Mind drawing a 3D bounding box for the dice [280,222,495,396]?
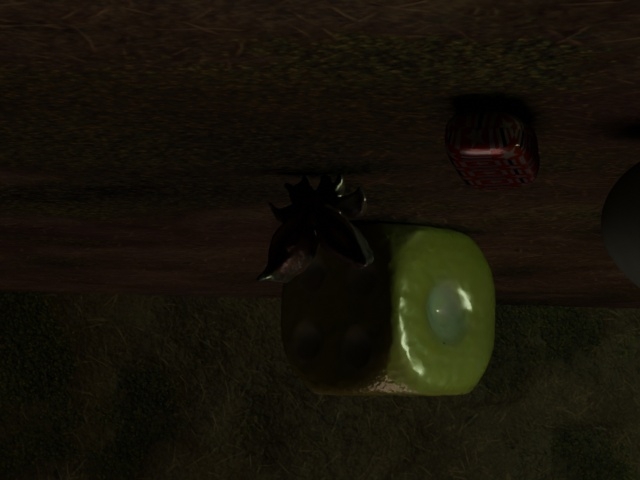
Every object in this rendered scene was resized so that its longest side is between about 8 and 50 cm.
[{"bbox_3d":[0.095,0.103,1.982,0.233,0.238,0.227,-6,171,44],"label":"dice"}]

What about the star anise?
[{"bbox_3d":[0.000,0.000,1.584,0.218,0.148,0.227,45,-178,27],"label":"star anise"}]

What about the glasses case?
[{"bbox_3d":[0.150,-0.081,1.194,0.073,0.049,0.194,-1,173,11],"label":"glasses case"}]

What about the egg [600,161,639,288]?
[{"bbox_3d":[0.376,-0.009,1.200,0.264,0.183,0.183,6,176,23],"label":"egg"}]
